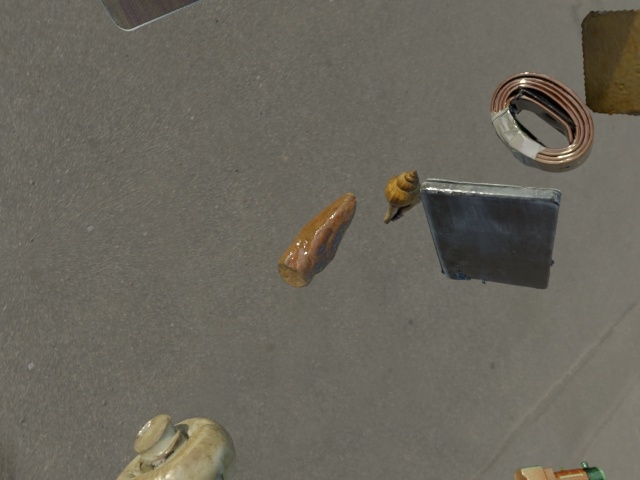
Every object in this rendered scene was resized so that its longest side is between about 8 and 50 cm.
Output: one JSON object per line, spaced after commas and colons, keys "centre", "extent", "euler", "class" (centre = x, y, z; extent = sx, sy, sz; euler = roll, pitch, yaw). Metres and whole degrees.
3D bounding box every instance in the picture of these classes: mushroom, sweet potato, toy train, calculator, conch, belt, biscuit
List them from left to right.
{"centre": [-0.198, 0.306, 0.655], "extent": [0.166, 0.166, 0.127], "euler": [-42, 102, -26], "class": "mushroom"}
{"centre": [0.000, 0.000, 1.085], "extent": [0.097, 0.097, 0.251], "euler": [37, 95, -25], "class": "sweet potato"}
{"centre": [0.228, -0.129, 1.415], "extent": [0.109, 0.330, 0.093], "euler": [-24, 80, -13], "class": "conch"}
{"centre": [0.229, 0.003, 0.658], "extent": [0.261, 0.161, 0.021], "euler": [56, 47, -57], "class": "calculator"}
{"centre": [0.522, -0.276, 1.164], "extent": [0.184, 0.261, 0.105], "euler": [-50, 156, 17], "class": "belt"}
{"centre": [0.269, 0.275, 0.527], "extent": [0.103, 0.064, 0.044], "euler": [-7, 137, -2], "class": "toy train"}
{"centre": [0.641, -0.347, 0.977], "extent": [0.013, 0.232, 0.237], "euler": [-44, 130, -19], "class": "biscuit"}

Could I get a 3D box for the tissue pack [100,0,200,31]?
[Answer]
{"centre": [-0.206, -0.391, 0.531], "extent": [0.159, 0.136, 0.246], "euler": [-20, 129, 7], "class": "tissue pack"}
